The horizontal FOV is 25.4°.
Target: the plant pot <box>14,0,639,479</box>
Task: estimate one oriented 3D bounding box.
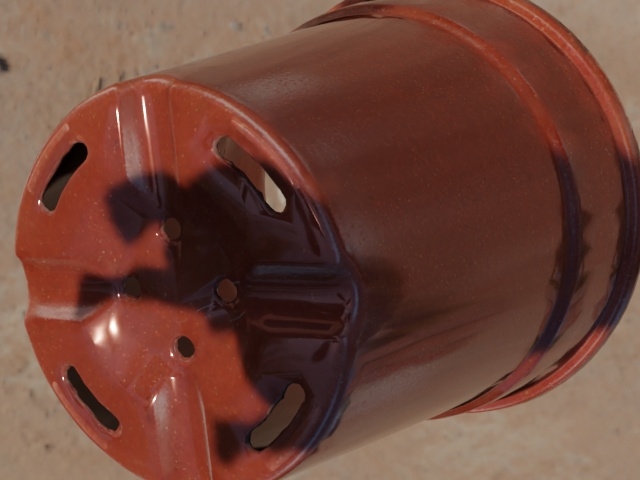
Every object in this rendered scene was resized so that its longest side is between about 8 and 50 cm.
[{"bbox_3d":[0.000,0.000,0.764,0.272,0.272,0.265,-43,167,32],"label":"plant pot"}]
